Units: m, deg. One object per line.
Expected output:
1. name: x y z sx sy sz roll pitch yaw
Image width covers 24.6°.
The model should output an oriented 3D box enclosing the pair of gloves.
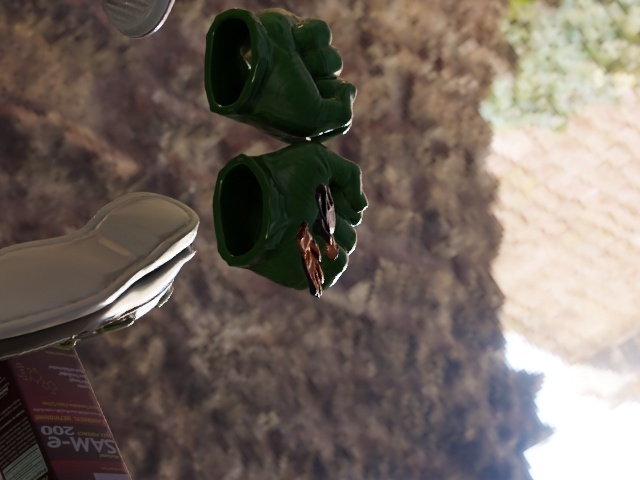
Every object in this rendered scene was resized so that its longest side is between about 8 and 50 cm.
1. pair of gloves: 0.000 0.000 1.181 0.083 0.010 0.074 -70 -26 -46

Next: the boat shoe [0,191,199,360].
1. boat shoe: -0.216 0.046 1.307 0.109 0.091 0.305 28 -149 19

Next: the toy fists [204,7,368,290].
1. toy fists: -0.025 -0.090 1.402 0.142 0.096 0.279 12 -114 -47

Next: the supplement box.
1. supplement box: -0.310 0.206 1.655 0.130 0.073 0.239 15 -138 -57

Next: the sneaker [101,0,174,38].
1. sneaker: -0.161 -0.322 1.710 0.161 0.102 0.282 44 -138 -45
